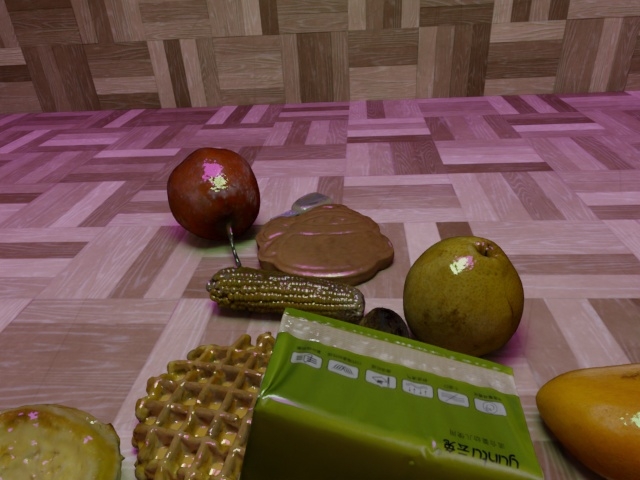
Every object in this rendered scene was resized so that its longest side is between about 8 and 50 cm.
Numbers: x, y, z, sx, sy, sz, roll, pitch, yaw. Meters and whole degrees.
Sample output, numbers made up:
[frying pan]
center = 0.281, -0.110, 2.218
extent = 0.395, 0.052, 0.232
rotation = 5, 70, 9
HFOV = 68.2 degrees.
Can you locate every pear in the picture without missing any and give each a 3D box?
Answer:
[pear]
center = 0.246, 0.090, 0.816
extent = 0.209, 0.209, 0.209
rotation = -3, 30, 2

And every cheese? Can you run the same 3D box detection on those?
[cheese]
center = -0.057, -0.084, 1.313
extent = 0.192, 0.037, 0.097
rotation = -27, 36, -34

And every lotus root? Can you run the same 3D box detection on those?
[lotus root]
center = 0.106, 0.175, 0.798
extent = 0.089, 0.080, 0.179
rotation = -1, 31, 5

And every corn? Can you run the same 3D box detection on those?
[corn]
center = -0.070, 0.106, 0.930
extent = 0.319, 0.097, 0.097
rotation = 7, 31, 12

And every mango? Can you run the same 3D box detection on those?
[mango]
center = 0.414, 0.237, 0.602
extent = 0.257, 0.138, 0.187
rotation = -4, 45, 28

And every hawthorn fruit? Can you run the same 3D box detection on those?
[hawthorn fruit]
center = -0.251, -0.116, 1.190
extent = 0.263, 0.235, 0.231
rotation = 13, 35, 30

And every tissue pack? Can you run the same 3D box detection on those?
[tissue pack]
center = 0.060, 0.222, 0.537
extent = 0.274, 0.200, 0.167
rotation = 14, 33, 0

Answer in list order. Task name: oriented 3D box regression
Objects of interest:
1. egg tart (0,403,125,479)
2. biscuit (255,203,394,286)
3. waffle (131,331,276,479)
[egg tart]
center = -0.377, 0.332, 0.543
extent = 0.315, 0.120, 0.315
rotation = -1, 30, 1
[biscuit]
center = 0.000, 0.000, 1.144
extent = 0.312, 0.057, 0.351
rotation = -7, 30, -9
[waffle]
center = -0.130, 0.255, 0.706
extent = 0.329, 0.062, 0.329
rotation = -3, 29, 1
